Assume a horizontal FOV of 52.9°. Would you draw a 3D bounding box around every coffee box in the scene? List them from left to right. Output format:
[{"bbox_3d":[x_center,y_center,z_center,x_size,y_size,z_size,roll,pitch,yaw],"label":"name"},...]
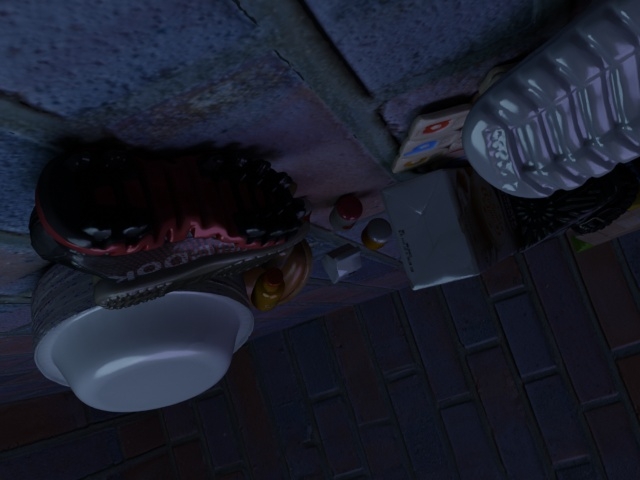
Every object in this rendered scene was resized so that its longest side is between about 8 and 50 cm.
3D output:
[{"bbox_3d":[0.195,-0.029,0.907,0.098,0.141,0.246,-18,179,31],"label":"coffee box"}]

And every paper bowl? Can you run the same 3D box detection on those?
[{"bbox_3d":[-0.229,0.127,0.858,0.284,0.148,0.284,-15,150,-9],"label":"paper bowl"}]

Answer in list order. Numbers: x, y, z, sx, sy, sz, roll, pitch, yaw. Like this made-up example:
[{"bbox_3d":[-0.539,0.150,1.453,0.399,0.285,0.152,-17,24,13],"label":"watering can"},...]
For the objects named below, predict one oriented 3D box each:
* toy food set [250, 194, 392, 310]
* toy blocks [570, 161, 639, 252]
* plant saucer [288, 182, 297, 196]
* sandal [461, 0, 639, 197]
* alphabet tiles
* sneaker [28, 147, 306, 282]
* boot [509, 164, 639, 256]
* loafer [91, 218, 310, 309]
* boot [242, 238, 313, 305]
[{"bbox_3d":[0.000,0.000,0.897,0.232,0.111,0.104,-24,167,-20],"label":"toy food set"},{"bbox_3d":[0.715,-0.100,1.490,0.381,0.191,0.261,-26,155,35],"label":"toy blocks"},{"bbox_3d":[-0.066,-0.050,0.800,0.083,0.015,0.083,-17,169,-3],"label":"plant saucer"},{"bbox_3d":[0.293,-0.170,0.498,0.416,0.169,0.102,-23,-149,35],"label":"sandal"},{"bbox_3d":[0.223,-0.148,0.761,0.278,0.021,0.284,-17,170,-7],"label":"alphabet tiles"},{"bbox_3d":[-0.140,-0.022,0.603,0.276,0.098,0.135,-4,163,-45],"label":"sneaker"},{"bbox_3d":[0.481,-0.058,1.345,0.348,0.131,0.260,-24,168,28],"label":"boot"},{"bbox_3d":[-0.131,-0.002,0.732,0.268,0.092,0.102,-17,173,-35],"label":"loafer"},{"bbox_3d":[-0.171,0.061,1.021,0.283,0.109,0.220,-17,168,39],"label":"boot"}]
